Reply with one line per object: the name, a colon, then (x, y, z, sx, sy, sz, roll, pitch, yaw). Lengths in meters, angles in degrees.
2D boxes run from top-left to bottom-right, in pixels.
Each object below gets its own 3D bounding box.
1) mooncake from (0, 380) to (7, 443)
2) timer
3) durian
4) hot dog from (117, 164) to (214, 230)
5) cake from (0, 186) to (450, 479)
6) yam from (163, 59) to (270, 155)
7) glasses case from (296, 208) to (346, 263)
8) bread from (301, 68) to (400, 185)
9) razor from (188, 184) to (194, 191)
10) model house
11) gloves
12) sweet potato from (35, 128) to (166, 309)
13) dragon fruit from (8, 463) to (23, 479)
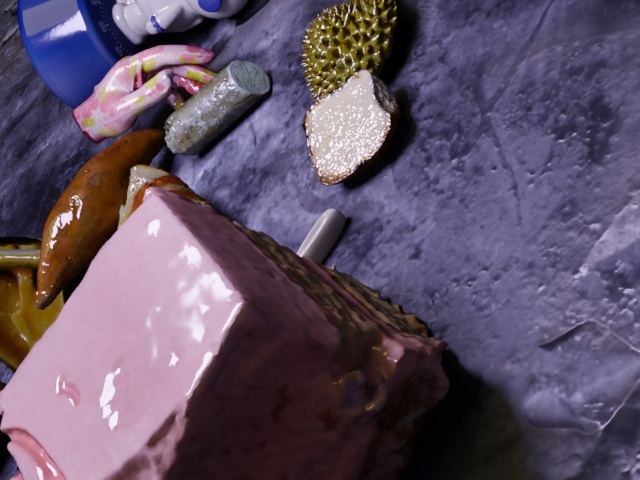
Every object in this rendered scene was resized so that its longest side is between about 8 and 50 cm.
mooncake: (-0.629, 0.250, 1.573, 0.284, 0.284, 0.155, -3, 63, 50)
timer: (-0.280, -0.396, 1.683, 0.384, 0.270, 0.270, -21, 49, 23)
durian: (0.038, -0.271, 1.291, 0.146, 0.102, 0.208, -18, 48, 51)
hot dog: (-0.208, -0.018, 1.401, 0.213, 0.103, 0.146, 46, 122, 45)
cake: (-0.077, 0.153, 0.941, 0.314, 0.307, 0.293, -57, 36, 5)
yam: (-0.158, -0.197, 1.499, 0.179, 0.078, 0.078, -34, 42, 30)
glasses case: (0.000, 0.000, 1.194, 0.083, 0.032, 0.021, -57, 39, 5)
bread: (0.040, -0.136, 1.218, 0.129, 0.044, 0.126, -36, 58, 34)
razor: (-0.241, -0.057, 1.529, 0.191, 0.037, 0.068, -6, 50, 51)
model house: (-0.489, 0.115, 1.605, 0.268, 0.173, 0.239, 11, 105, 56)
gloves: (-0.273, -0.244, 1.585, 0.241, 0.145, 0.126, -36, 73, 13)
sweet potato: (-0.332, -0.052, 1.497, 0.112, 0.112, 0.359, -8, 49, 49)
dragon fruit: (-0.297, 0.276, 1.287, 0.236, 0.135, 0.137, -40, 29, -3)
